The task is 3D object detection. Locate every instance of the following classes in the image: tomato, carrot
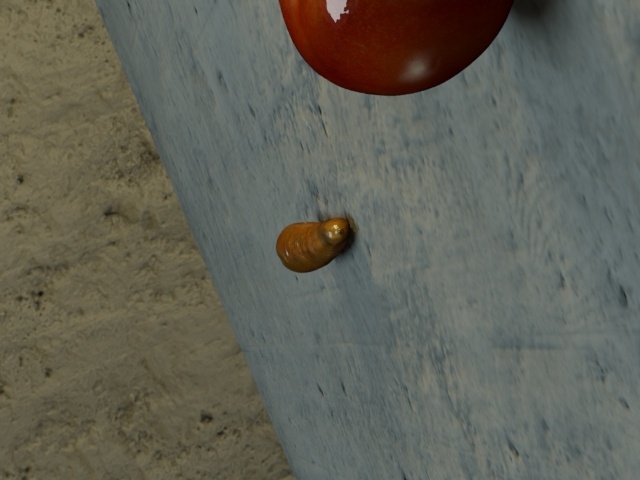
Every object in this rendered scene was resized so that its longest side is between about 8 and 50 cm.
[{"bbox_3d":[0.037,-0.182,0.948,0.195,0.136,0.195,160,90,-79],"label":"tomato"},{"bbox_3d":[0.000,0.000,1.807,0.061,0.061,0.209,67,166,0],"label":"carrot"}]
